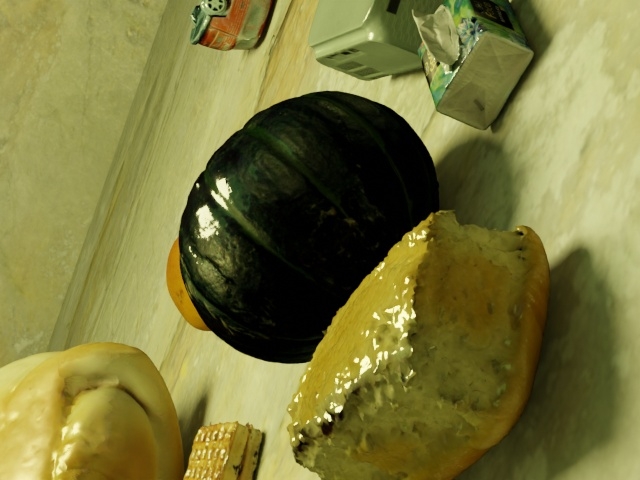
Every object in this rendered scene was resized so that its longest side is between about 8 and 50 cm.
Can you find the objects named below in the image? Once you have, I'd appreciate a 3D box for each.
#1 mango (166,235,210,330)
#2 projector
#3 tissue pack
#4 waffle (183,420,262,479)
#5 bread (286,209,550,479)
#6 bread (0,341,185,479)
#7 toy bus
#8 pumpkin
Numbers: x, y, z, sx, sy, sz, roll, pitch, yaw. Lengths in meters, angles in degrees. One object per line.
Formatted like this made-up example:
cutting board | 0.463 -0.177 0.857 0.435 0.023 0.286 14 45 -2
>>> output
mango | -0.151 0.048 1.530 0.217 0.102 0.141 167 113 -72
projector | 0.090 -0.292 1.149 0.198 0.108 0.250 -174 101 -71
tissue pack | 0.119 -0.164 0.975 0.111 0.079 0.085 -96 30 -53
waffle | -0.114 0.258 1.309 0.148 0.042 0.102 -26 47 66
bread | 0.066 0.090 0.818 0.245 0.121 0.174 -57 7 52
bread | -0.334 0.320 1.436 0.245 0.329 0.424 -49 23 50
toy bus | -0.130 -0.435 1.907 0.121 0.120 0.265 173 115 -70
pumpkin | 0.000 0.000 0.989 0.250 0.216 0.250 -43 -12 -11
